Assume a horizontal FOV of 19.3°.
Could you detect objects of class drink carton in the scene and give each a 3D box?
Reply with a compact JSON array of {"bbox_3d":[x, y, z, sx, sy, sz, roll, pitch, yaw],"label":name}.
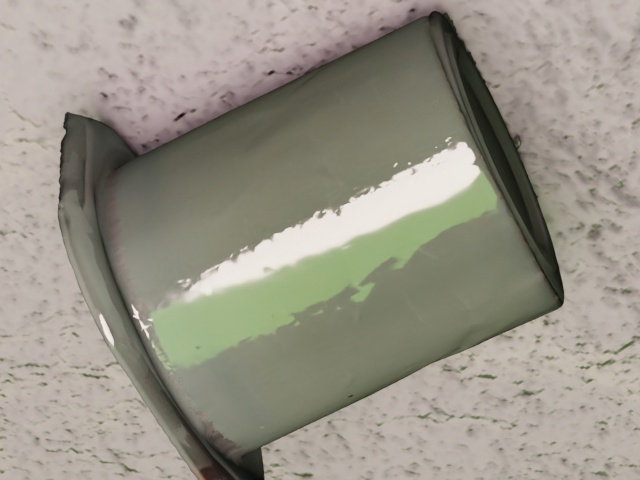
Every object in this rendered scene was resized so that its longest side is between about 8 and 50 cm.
[{"bbox_3d":[0.000,0.000,0.871,0.189,0.185,0.191,-24,117,14],"label":"drink carton"}]
